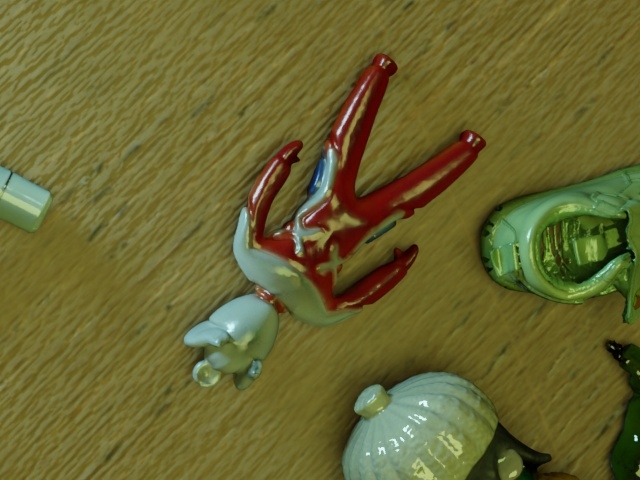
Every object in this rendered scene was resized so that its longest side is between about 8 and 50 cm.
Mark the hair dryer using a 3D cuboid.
[{"bbox_3d":[-0.334,-0.005,1.629,0.082,0.047,0.137,29,96,-13],"label":"hair dryer"}]

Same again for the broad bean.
[{"bbox_3d":[0.346,0.204,1.776,0.061,0.046,0.195,-3,92,2],"label":"broad bean"}]

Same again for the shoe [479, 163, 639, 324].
[{"bbox_3d":[0.301,0.007,1.718,0.262,0.128,0.140,-7,111,-7],"label":"shoe"}]

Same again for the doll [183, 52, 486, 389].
[{"bbox_3d":[0.000,0.000,1.670,0.188,0.099,0.384,42,81,-11],"label":"doll"}]

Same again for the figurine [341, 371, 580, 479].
[{"bbox_3d":[0.174,0.253,1.702,0.332,0.185,0.204,15,60,-29],"label":"figurine"}]
